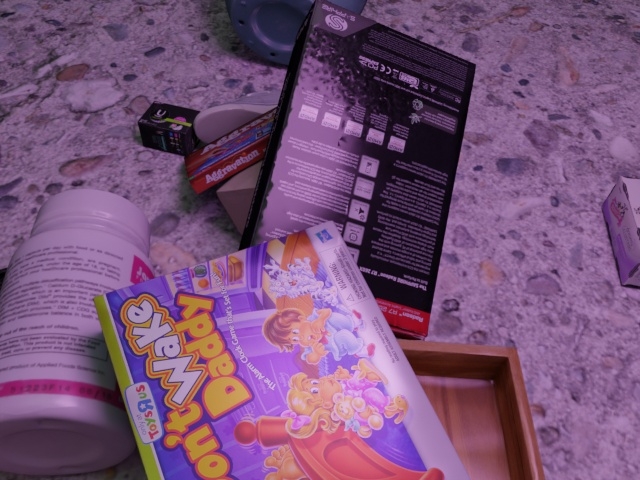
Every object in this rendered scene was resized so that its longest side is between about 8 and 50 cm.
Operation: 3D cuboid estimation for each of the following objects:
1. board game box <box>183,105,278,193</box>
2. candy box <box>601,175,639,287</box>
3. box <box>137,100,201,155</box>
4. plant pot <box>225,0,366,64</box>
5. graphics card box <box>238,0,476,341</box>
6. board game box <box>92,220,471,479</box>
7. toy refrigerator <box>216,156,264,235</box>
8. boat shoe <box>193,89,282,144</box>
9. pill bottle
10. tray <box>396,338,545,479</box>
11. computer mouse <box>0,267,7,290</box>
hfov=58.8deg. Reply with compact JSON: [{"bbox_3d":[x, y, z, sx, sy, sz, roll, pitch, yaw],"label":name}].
[{"bbox_3d":[-0.070,-0.165,0.841,0.281,0.027,0.145,-30,25,-4],"label":"board game box"},{"bbox_3d":[0.534,-0.002,0.827,0.196,0.070,0.164,9,50,2],"label":"candy box"},{"bbox_3d":[-0.241,-0.181,0.923,0.083,0.052,0.062,13,50,8],"label":"box"},{"bbox_3d":[-0.046,-0.475,1.050,0.293,0.293,0.235,12,63,5],"label":"plant pot"},{"bbox_3d":[0.046,-0.083,0.703,0.233,0.094,0.370,16,77,-14],"label":"graphics card box"},{"bbox_3d":[-0.024,0.173,0.484,0.233,0.078,0.347,-19,65,-19],"label":"board game box"},{"bbox_3d":[-0.013,-0.107,0.826,0.094,0.102,0.269,-1,36,45],"label":"toy refrigerator"},{"bbox_3d":[-0.104,-0.208,0.949,0.228,0.079,0.081,-11,45,-22],"label":"boat shoe"},{"bbox_3d":[-0.266,0.088,0.620,0.161,0.160,0.283,-2,50,-7],"label":"pill bottle"},{"bbox_3d":[0.114,0.292,0.538,0.203,0.076,0.410,4,49,-1],"label":"tray"},{"bbox_3d":[-0.445,0.085,0.611,0.184,0.060,0.262,-6,25,-8],"label":"computer mouse"}]
